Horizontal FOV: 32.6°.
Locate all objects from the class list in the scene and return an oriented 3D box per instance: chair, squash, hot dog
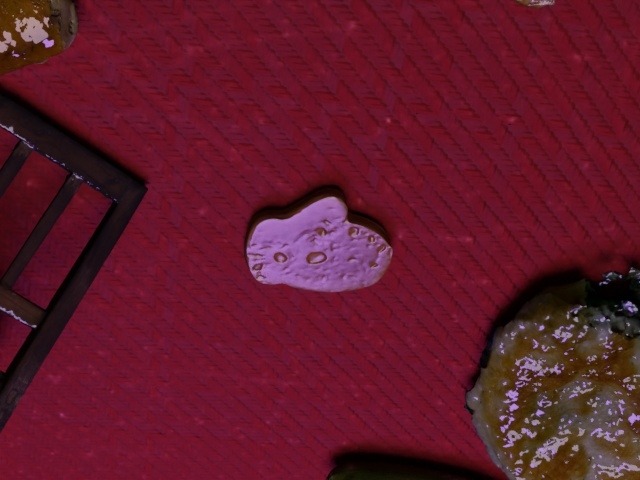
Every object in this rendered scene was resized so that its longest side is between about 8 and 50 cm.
[{"bbox_3d":[-0.375,0.081,1.016,0.203,0.416,0.241,36,164,-23],"label":"chair"},{"bbox_3d":[0.128,0.292,1.240,0.252,0.066,0.066,12,127,-11],"label":"squash"},{"bbox_3d":[-0.331,-0.141,0.900,0.289,0.068,0.083,-20,119,16],"label":"hot dog"}]

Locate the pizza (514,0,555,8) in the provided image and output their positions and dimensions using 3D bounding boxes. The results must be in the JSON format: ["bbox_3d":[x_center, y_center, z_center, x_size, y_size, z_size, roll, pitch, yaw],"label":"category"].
[{"bbox_3d":[0.148,-0.257,0.820,0.134,0.046,0.175,-22,125,18],"label":"pizza"}]

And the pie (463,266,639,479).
[{"bbox_3d":[0.325,0.180,1.146,0.371,0.078,0.296,27,123,-18],"label":"pie"}]

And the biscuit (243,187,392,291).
[{"bbox_3d":[0.000,-0.001,1.036,0.140,0.023,0.118,10,127,-7],"label":"biscuit"}]
